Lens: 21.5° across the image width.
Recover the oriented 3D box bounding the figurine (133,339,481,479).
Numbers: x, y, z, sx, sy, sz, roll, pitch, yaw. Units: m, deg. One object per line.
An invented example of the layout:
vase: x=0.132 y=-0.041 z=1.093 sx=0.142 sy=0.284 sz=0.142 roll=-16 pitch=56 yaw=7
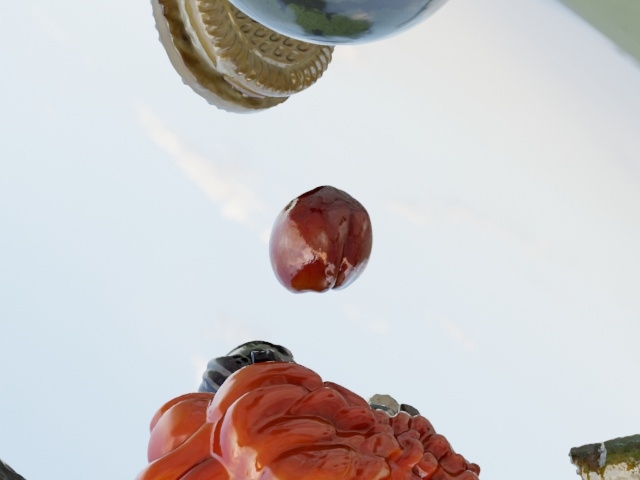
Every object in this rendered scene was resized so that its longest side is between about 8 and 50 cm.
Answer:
figurine: x=0.001 y=0.205 z=1.415 sx=0.306 sy=0.241 sz=0.412 roll=48 pitch=-167 yaw=-9

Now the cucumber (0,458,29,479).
cucumber: x=-0.136 y=0.188 z=0.936 sx=0.300 sy=0.072 sz=0.072 roll=41 pitch=-173 yaw=-30

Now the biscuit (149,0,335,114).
biscuit: x=-0.080 y=-0.266 z=1.860 sx=0.079 sy=0.259 sz=0.259 roll=-10 pitch=154 yaw=41

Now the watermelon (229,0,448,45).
watermelon: x=0.009 y=-0.235 z=1.132 sx=0.212 sy=0.212 sz=0.212 roll=35 pitch=-169 yaw=-8

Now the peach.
peach: x=-0.001 y=-0.001 z=1.565 sx=0.100 sy=0.101 sz=0.101 roll=35 pitch=-169 yaw=-8

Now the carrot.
carrot: x=0.375 y=0.213 z=1.656 sx=0.070 sy=0.260 sz=0.070 roll=-10 pitch=-90 yaw=-72
